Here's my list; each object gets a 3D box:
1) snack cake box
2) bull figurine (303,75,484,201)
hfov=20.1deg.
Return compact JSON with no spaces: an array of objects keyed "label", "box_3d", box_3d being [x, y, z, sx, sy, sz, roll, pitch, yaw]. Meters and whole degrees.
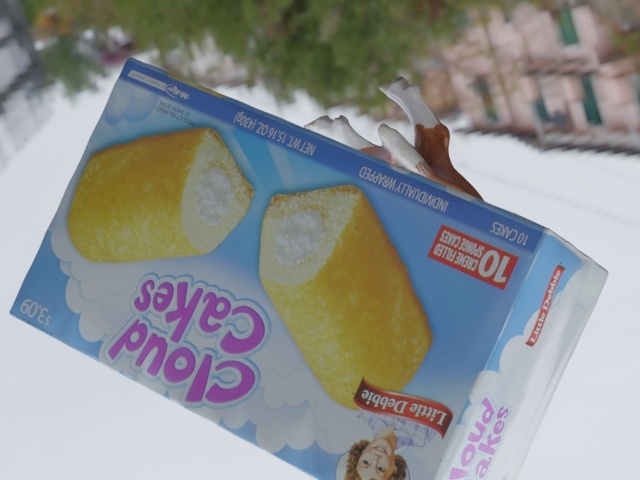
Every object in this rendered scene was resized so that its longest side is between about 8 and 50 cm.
[{"label":"snack cake box","box_3d":[-0.011,0.027,0.901,0.264,0.152,0.089,24,178,31]},{"label":"bull figurine","box_3d":[0.000,0.000,1.510,0.310,0.188,0.101,-24,-175,29]}]
